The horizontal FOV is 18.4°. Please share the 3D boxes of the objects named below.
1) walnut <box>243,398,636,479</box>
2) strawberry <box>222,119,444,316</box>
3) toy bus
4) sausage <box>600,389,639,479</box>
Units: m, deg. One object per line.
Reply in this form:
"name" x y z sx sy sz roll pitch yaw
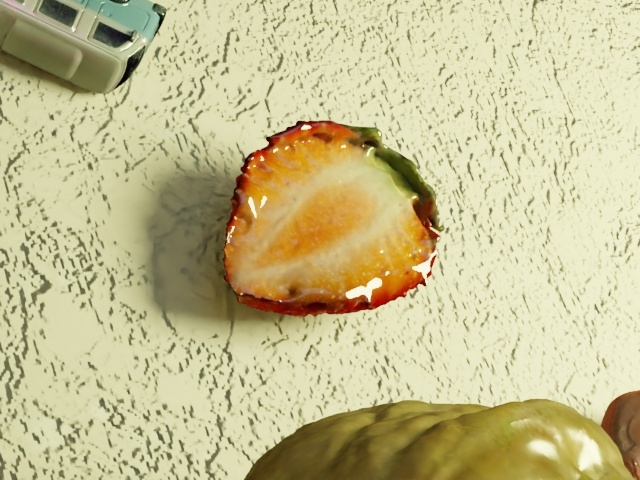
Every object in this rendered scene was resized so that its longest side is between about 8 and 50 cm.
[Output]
"walnut" 0.080 0.215 1.122 0.313 0.277 0.252 -1 88 -62
"strawberry" 0.000 0.000 1.359 0.146 0.082 0.187 46 53 13
"toy bus" -0.177 -0.152 1.374 0.123 0.060 0.075 25 53 -11
"sausage" 0.224 0.148 1.396 0.059 0.054 0.094 0 44 18
